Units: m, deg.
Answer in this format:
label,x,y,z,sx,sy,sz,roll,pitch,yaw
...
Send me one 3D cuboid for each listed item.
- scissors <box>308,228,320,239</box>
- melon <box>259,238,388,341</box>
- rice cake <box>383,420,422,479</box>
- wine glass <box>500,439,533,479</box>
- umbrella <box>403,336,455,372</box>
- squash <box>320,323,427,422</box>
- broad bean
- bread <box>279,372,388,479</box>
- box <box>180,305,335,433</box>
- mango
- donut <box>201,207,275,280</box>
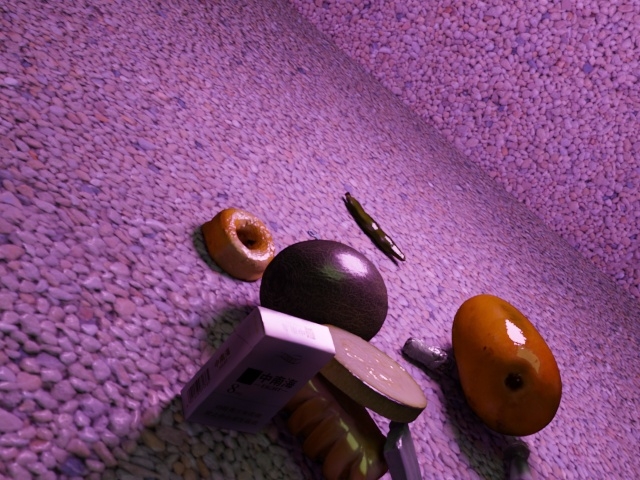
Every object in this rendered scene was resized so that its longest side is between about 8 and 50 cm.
label,x,y,z,sx,sy,sz,roll,pitch,yaw
scissors,0.000,0.000,2.137,0.083,0.006,0.036,45,28,9
melon,0.014,0.120,1.690,0.301,0.237,0.237,22,31,-45
rice cake,0.159,0.450,1.445,0.127,0.043,0.237,-57,135,-67
wine glass,0.458,0.536,1.840,0.072,0.072,0.155,35,25,-11
umbrella,0.272,0.286,1.992,0.143,0.062,0.067,23,64,-14
squash,0.089,0.251,1.490,0.252,0.049,0.252,33,9,-6
broad bean,0.153,-0.041,2.375,0.297,0.043,0.060,51,17,22
bread,0.005,0.322,1.484,0.311,0.121,0.173,52,18,21
box,-0.108,0.223,1.347,0.155,0.243,0.067,21,33,-37
mango,0.448,0.298,1.997,0.446,0.232,0.300,-99,167,-68
donut,-0.179,0.001,1.806,0.174,0.075,0.190,30,28,-23
